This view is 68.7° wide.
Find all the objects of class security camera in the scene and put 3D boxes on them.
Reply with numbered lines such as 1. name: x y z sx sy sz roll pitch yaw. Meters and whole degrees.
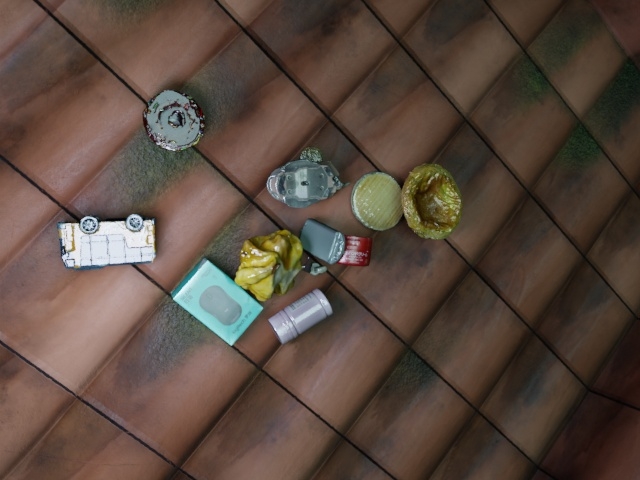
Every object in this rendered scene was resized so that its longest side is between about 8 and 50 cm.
1. security camera: -0.009 0.125 2.000 0.058 0.092 0.058 -1 92 -19

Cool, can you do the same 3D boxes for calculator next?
1. calculator: 0.000 0.000 1.941 0.045 0.246 0.141 3 108 -49

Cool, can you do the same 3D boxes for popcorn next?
1. popcorn: -0.204 0.086 1.866 0.298 0.280 0.316 -60 145 -13

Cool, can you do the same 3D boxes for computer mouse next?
1. computer mouse: -0.053 -0.250 1.971 0.388 0.115 0.200 -7 110 -29

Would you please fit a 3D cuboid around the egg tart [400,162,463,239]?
1. egg tart: 0.486 -0.171 2.111 0.351 0.150 0.353 1 87 -28

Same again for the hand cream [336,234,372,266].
1. hand cream: 0.123 0.038 1.989 0.192 0.193 0.126 4 93 -18

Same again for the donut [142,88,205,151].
1. donut: -0.562 -0.457 1.812 0.234 0.089 0.236 0 91 -17

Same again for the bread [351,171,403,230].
1. bread: 0.257 -0.175 2.104 0.266 0.040 0.267 0 90 -18

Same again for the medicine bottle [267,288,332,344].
1. medicine bottle: -0.083 0.317 1.960 0.249 0.133 0.133 -32 100 -16

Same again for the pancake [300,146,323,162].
1. pancake: -0.037 -0.348 2.021 0.114 0.011 0.115 0 91 -18

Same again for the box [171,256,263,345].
1. box: -0.407 0.241 1.863 0.311 0.118 0.205 44 77 -14

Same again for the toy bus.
1. toy bus: -0.772 0.002 1.721 0.323 0.162 0.195 -4 95 -19
